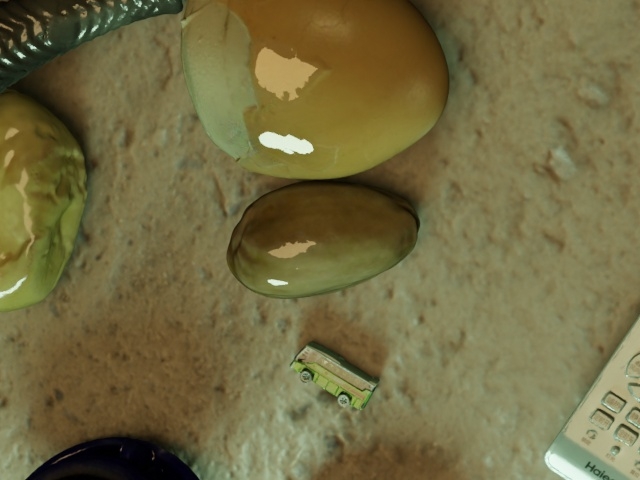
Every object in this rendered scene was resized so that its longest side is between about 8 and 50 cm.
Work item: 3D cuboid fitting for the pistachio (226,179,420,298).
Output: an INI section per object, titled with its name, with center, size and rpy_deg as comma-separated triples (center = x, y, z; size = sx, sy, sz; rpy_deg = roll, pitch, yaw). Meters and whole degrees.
[pistachio]
center = 0.000, 0.000, 1.506
size = 0.185, 0.108, 0.126
rpy_deg = -14, 122, 12

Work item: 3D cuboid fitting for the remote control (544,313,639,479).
[remote control]
center = 0.319, 0.112, 1.469
size = 0.103, 0.051, 0.293
rpy_deg = 33, 106, 6

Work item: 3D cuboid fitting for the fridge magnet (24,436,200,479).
[fridge magnet]
center = -0.223, 0.318, 1.596
size = 0.265, 0.113, 0.265
rpy_deg = -10, 61, 19

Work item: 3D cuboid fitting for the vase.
[vase]
center = -0.248, -0.200, 1.493
size = 0.237, 0.115, 0.115
rpy_deg = -23, 96, -4

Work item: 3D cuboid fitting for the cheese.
[cheese]
center = -0.340, -0.044, 1.593
size = 0.214, 0.117, 0.226
rpy_deg = 14, 102, 16

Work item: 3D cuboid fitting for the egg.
[egg]
center = -0.008, -0.153, 1.421
size = 0.244, 0.201, 0.201
rpy_deg = 11, 106, 3

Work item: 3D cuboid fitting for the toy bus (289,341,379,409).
[toy bus]
center = 0.013, 0.131, 1.572
size = 0.083, 0.031, 0.037
rpy_deg = 31, 103, 7
